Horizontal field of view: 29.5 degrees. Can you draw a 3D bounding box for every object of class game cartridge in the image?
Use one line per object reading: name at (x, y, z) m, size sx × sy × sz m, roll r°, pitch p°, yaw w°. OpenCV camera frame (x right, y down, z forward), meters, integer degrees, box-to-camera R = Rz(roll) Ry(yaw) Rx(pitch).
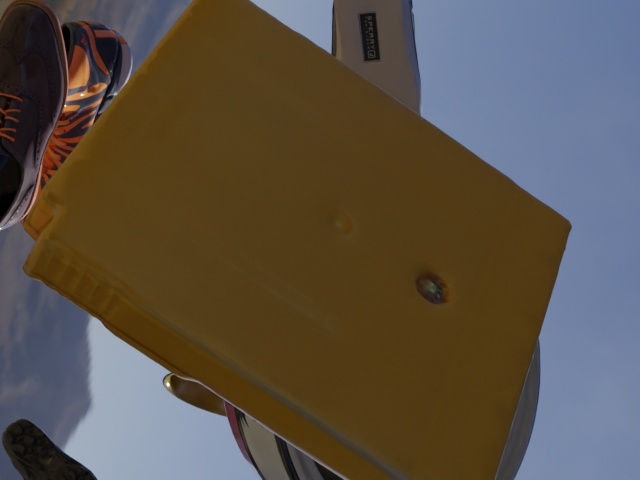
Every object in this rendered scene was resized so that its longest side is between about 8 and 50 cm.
game cartridge at (0.000, 0.000, 0.798) m, size 0.053 × 0.323 × 0.285 m, roll -51°, pitch -172°, yaw 46°

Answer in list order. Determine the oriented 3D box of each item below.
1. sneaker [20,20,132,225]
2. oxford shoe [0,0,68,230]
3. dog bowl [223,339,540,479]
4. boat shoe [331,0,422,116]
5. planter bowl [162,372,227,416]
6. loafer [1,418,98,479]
sneaker at (-0.388, -0.160, 1.700) m, size 0.180 × 0.124 × 0.321 m, roll 0°, pitch 110°, yaw -68°
oxford shoe at (-0.346, -0.138, 1.379) m, size 0.098 × 0.096 × 0.272 m, roll -99°, pitch -161°, yaw -75°
dog bowl at (0.064, 0.144, 1.381) m, size 0.150 × 0.408 × 0.408 m, roll -4°, pitch -118°, yaw 50°
boat shoe at (0.080, -0.238, 1.586) m, size 0.158 × 0.127 × 0.341 m, roll -55°, pitch 146°, yaw -68°
planter bowl at (-0.089, 0.165, 1.576) m, size 0.217 × 0.217 × 0.090 m, roll 135°, pitch -30°, yaw -63°
loafer at (-0.392, 0.360, 1.822) m, size 0.076 × 0.223 × 0.078 m, roll -39°, pitch 160°, yaw -29°
